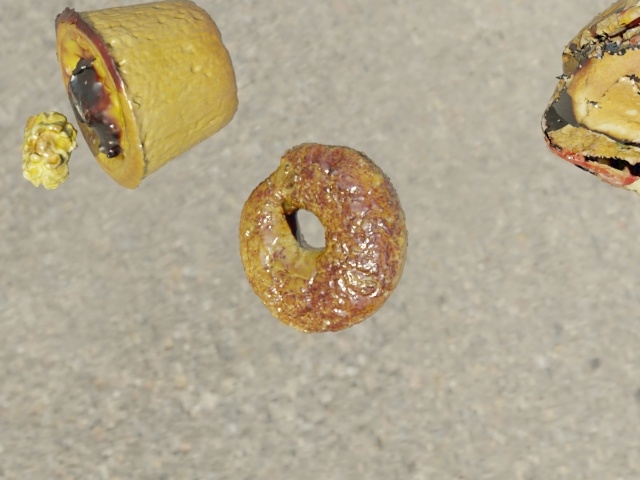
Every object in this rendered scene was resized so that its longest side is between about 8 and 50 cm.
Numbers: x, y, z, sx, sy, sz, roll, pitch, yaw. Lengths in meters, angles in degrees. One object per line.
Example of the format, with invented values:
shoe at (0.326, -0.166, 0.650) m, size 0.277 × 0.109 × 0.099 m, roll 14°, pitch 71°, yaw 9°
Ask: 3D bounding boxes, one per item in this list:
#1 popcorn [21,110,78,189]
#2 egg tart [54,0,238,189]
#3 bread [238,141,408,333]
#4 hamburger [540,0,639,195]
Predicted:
popcorn at (-0.291, -0.096, 1.649) m, size 0.057 × 0.083 × 0.082 m, roll 9°, pitch 112°, yaw -19°
egg tart at (-0.200, -0.174, 1.723) m, size 0.171 × 0.215 × 0.215 m, roll -23°, pitch 90°, yaw -23°
bread at (0.000, 0.000, 1.502) m, size 0.064 × 0.193 × 0.193 m, roll -15°, pitch 85°, yaw -61°
hamburger at (0.283, -0.121, 1.188) m, size 0.231 × 0.231 × 0.107 m, roll 26°, pitch 54°, yaw -28°
